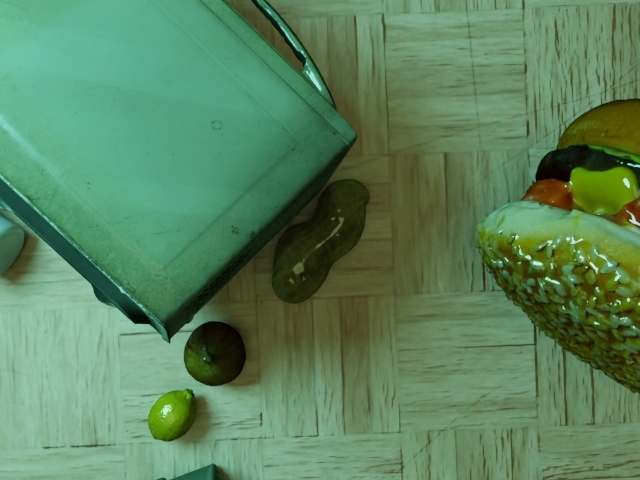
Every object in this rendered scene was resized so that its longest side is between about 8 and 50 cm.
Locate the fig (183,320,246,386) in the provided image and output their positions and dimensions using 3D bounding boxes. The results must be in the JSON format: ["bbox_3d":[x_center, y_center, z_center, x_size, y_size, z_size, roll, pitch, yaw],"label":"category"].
[{"bbox_3d":[-0.144,0.155,0.692,0.089,0.125,0.089,0,87,-1],"label":"fig"}]

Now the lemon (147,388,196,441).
[{"bbox_3d":[-0.204,0.241,0.725,0.062,0.062,0.083,39,87,-1],"label":"lemon"}]

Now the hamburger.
[{"bbox_3d":[0.359,0.023,0.594,0.330,0.330,0.250,44,92,-1],"label":"hamburger"}]

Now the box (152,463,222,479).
[{"bbox_3d":[-0.168,0.419,0.691,0.129,0.148,0.210,-20,91,-11],"label":"box"}]

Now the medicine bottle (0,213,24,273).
[{"bbox_3d":[-0.540,-0.044,0.703,0.260,0.095,0.095,30,91,-2],"label":"medicine bottle"}]

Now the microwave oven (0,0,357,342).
[{"bbox_3d":[-0.209,-0.128,0.601,0.394,0.247,0.333,44,72,-1],"label":"microwave oven"}]

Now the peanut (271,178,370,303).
[{"bbox_3d":[-0.002,-0.001,0.713,0.089,0.089,0.193,40,87,-1],"label":"peanut"}]
